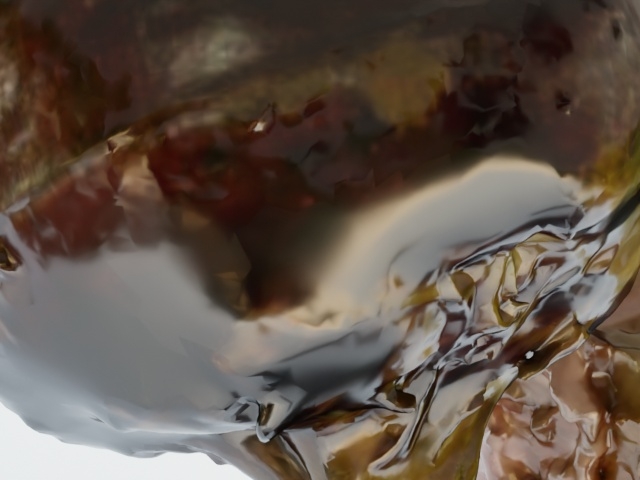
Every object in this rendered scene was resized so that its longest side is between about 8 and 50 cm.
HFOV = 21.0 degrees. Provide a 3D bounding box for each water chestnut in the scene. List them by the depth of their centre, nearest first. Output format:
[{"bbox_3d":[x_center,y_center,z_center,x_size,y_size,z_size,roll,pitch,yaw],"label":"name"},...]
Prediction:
[{"bbox_3d":[0.000,0.000,0.749,0.335,0.335,0.346,8,-119,-46],"label":"water chestnut"}]

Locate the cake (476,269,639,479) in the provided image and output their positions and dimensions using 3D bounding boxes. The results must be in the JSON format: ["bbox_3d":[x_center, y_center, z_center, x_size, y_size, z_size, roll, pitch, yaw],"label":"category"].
[{"bbox_3d":[0.214,0.114,1.188,0.293,0.314,0.307,-19,-144,-18],"label":"cake"}]
